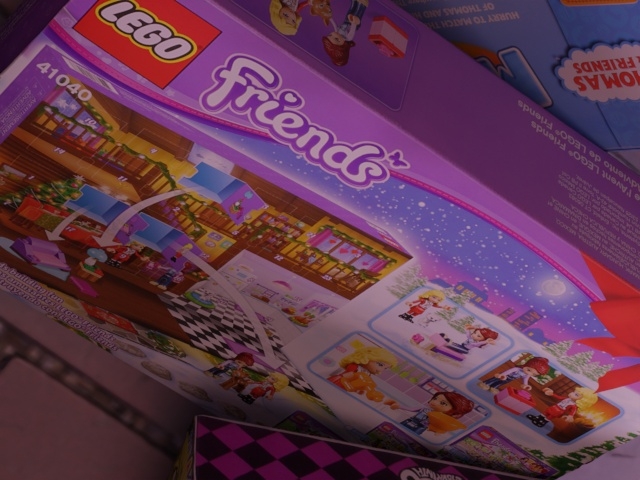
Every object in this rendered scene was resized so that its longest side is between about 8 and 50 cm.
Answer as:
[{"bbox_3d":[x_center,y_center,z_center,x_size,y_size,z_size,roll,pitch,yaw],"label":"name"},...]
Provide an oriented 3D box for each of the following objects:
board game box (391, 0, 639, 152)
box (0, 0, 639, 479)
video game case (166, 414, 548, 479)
[{"bbox_3d":[0.052,-0.124,0.697,0.039,0.160,0.211,-47,121,-34],"label":"board game box"},{"bbox_3d":[0.000,0.000,0.743,0.293,0.057,0.201,33,138,-20],"label":"box"},{"bbox_3d":[0.029,0.166,0.836,0.232,0.042,0.210,13,139,-13],"label":"video game case"}]
